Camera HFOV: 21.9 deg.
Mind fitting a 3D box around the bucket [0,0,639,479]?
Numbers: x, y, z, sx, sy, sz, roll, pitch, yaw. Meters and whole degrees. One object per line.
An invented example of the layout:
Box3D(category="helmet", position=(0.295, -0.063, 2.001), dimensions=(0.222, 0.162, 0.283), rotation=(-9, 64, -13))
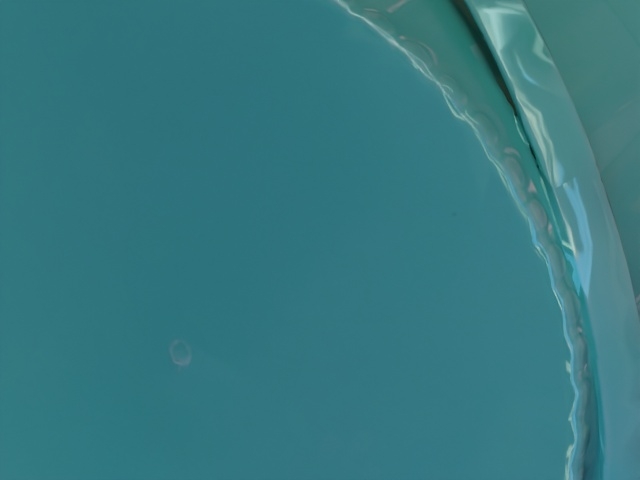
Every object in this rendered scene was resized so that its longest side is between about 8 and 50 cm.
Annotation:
Box3D(category="bucket", position=(0.000, 0.000, 0.536), dimensions=(0.281, 0.183, 0.281), rotation=(11, 116, 23))
